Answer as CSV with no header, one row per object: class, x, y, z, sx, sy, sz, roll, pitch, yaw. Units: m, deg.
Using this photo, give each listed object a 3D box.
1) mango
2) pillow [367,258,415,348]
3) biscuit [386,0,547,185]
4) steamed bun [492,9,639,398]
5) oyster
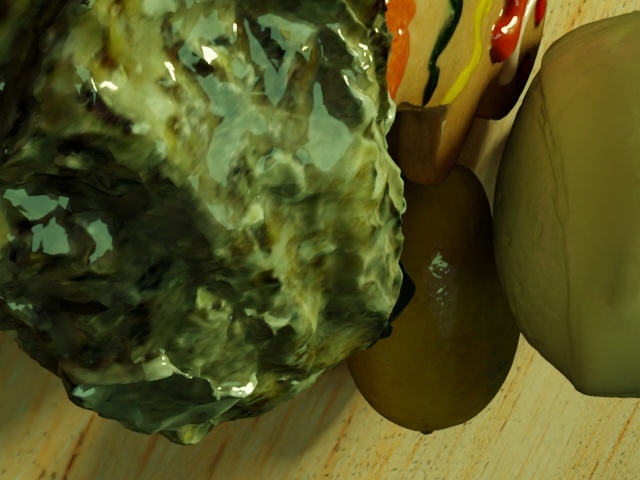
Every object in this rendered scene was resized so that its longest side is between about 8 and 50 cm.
mango,0.055,0.027,0.890,0.103,0.076,0.161,-39,144,-27
pillow,-0.001,-0.001,0.777,0.091,0.055,0.135,-18,123,-8
biscuit,0.064,-0.105,0.765,0.250,0.036,0.165,15,90,-70
steamed bun,0.179,-0.031,0.821,0.250,0.200,0.154,-74,164,-72
oyster,-0.053,-0.029,0.596,0.351,0.162,0.158,84,1,-61
